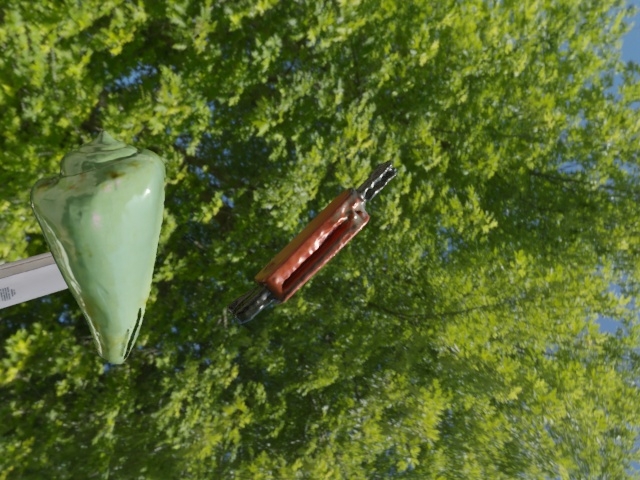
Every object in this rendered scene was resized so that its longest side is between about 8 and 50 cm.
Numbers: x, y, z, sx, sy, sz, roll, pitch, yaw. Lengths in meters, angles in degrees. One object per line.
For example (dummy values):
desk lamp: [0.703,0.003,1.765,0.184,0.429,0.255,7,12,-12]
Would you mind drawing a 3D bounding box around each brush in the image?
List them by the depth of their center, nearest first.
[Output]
brush: [0.000,0.001,0.732,0.323,0.051,0.070,-45,-168,-13]

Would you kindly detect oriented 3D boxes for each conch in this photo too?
conch: [-0.231,-0.001,0.591,0.137,0.250,0.143,-24,-136,-25]

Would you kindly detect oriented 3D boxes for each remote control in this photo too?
remote control: [-0.513,0.069,0.908,0.250,0.103,0.034,-20,-115,-34]
